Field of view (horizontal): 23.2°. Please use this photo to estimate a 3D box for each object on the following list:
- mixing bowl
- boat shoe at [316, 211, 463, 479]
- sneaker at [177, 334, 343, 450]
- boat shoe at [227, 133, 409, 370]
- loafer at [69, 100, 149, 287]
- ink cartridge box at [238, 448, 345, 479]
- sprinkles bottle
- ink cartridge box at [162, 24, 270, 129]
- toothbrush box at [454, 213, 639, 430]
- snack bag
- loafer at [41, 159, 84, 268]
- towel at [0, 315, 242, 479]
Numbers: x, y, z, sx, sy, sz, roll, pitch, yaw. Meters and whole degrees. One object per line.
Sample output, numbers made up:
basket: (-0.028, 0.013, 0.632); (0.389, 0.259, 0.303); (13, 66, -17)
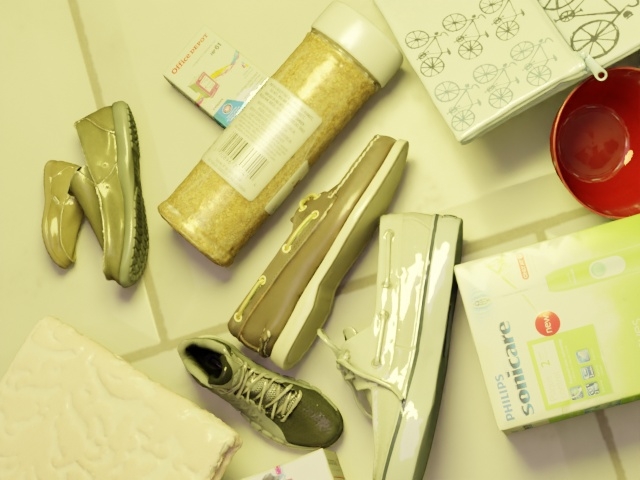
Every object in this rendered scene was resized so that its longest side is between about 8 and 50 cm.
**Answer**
mixing bowl: (0.349, -0.118, 1.892); (0.181, 0.098, 0.181); (-1, 93, -15)
boat shoe: (0.073, 0.137, 1.892); (0.156, 0.136, 0.367); (7, 78, 11)
sneaker: (-0.084, 0.187, 1.910); (0.228, 0.132, 0.086); (27, 86, 14)
boat shoe: (0.000, 0.000, 1.941); (0.096, 0.116, 0.324); (29, 87, 17)
loafer: (-0.275, -0.056, 2.009); (0.087, 0.094, 0.251); (-7, 69, 3)
ink cartridge box: (-0.028, 0.300, 1.894); (0.181, 0.104, 0.062); (-21, 78, 5)
sprinkles bottle: (-0.051, -0.135, 1.968); (0.121, 0.121, 0.355); (40, 89, 14)
ink cartridge box: (-0.131, -0.208, 2.030); (0.122, 0.052, 0.088); (40, 89, 15)
toothbrush box: (0.325, 0.097, 1.861); (0.283, 0.122, 0.206); (-15, 78, 8)
snack bag: (0.260, -0.296, 1.912); (0.342, 0.037, 0.323); (-28, 47, 4)
loafer: (-0.332, -0.037, 2.033); (0.050, 0.056, 0.148); (-9, 79, 15)
towel: (-0.300, 0.300, 1.940); (0.332, 0.053, 0.317); (28, 87, 25)
